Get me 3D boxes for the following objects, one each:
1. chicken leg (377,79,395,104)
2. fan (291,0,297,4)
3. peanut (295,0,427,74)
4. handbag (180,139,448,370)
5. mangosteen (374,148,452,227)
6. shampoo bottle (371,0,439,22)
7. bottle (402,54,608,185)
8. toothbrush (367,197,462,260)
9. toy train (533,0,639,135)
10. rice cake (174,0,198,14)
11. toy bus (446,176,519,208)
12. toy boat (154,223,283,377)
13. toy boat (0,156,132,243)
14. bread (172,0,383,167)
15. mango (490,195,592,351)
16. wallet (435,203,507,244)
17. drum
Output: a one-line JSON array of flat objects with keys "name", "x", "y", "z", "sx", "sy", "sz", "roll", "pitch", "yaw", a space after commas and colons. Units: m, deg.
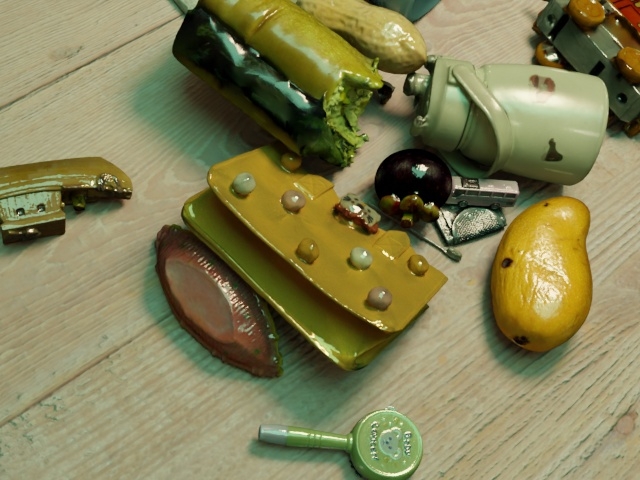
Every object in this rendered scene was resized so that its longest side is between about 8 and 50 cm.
[{"name": "chicken leg", "x": 0.044, "y": -0.359, "z": 1.786, "sx": 0.106, "sy": 0.051, "sz": 0.253, "roll": -26, "pitch": 74, "yaw": -27}, {"name": "fan", "x": -0.052, "y": -0.439, "z": 1.784, "sx": 0.226, "sy": 0.008, "sz": 0.152, "roll": -25, "pitch": 64, "yaw": -3}, {"name": "peanut", "x": 0.075, "y": -0.377, "z": 1.689, "sx": 0.274, "sy": 0.125, "sz": 0.111, "roll": 31, "pitch": 82, "yaw": 23}, {"name": "handbag", "x": 0.000, "y": 0.000, "z": 1.503, "sx": 0.401, "sy": 0.133, "sz": 0.283, "roll": 41, "pitch": 32, "yaw": 11}, {"name": "mangosteen", "x": 0.161, "y": -0.087, "z": 1.621, "sx": 0.137, "sy": 0.137, "sz": 0.151, "roll": 13, "pitch": 60, "yaw": -5}, {"name": "shampoo bottle", "x": 0.132, "y": -0.646, "z": 1.791, "sx": 0.342, "sy": 0.331, "sz": 0.331, "roll": 40, "pitch": 62, "yaw": 8}, {"name": "bottle", "x": 0.321, "y": -0.222, "z": 1.683, "sx": 0.351, "sy": 0.229, "sz": 0.229, "roll": 10, "pitch": 62, "yaw": -6}, {"name": "toothbrush", "x": 0.169, "y": -0.019, "z": 1.655, "sx": 0.194, "sy": 0.017, "sz": 0.014, "roll": 31, "pitch": 55, "yaw": 8}, {"name": "toy train", "x": 0.580, "y": -0.394, "z": 1.861, "sx": 0.231, "sy": 0.163, "sz": 0.369, "roll": -26, "pitch": 71, "yaw": -32}, {"name": "rice cake", "x": -0.243, "y": -0.444, "z": 1.778, "sx": 0.033, "sy": 0.029, "sz": 0.171, "roll": -33, "pitch": 73, "yaw": -29}, {"name": "toy bus", "x": 0.289, "y": -0.087, "z": 1.666, "sx": 0.130, "sy": 0.052, "sz": 0.037, "roll": 4, "pitch": 53, "yaw": -7}, {"name": "toy boat", "x": -0.171, "y": 0.093, "z": 1.483, "sx": 0.141, "sy": 0.099, "sz": 0.318, "roll": -44, "pitch": 75, "yaw": 15}, {"name": "toy boat", "x": -0.465, "y": -0.062, "z": 1.501, "sx": 0.321, "sy": 0.089, "sz": 0.121, "roll": -10, "pitch": 71, "yaw": -18}, {"name": "bread", "x": -0.070, "y": -0.304, "z": 1.615, "sx": 0.376, "sy": 0.251, "sz": 0.208, "roll": 35, "pitch": 100, "yaw": 8}, {"name": "mango", "x": 0.387, "y": 0.056, "z": 1.607, "sx": 0.177, "sy": 0.120, "sz": 0.295, "roll": 15, "pitch": 59, "yaw": 5}, {"name": "wallet", "x": 0.269, "y": -0.044, "z": 1.683, "sx": 0.129, "sy": 0.026, "sz": 0.088, "roll": -17, "pitch": 68, "yaw": -19}, {"name": "drum", "x": 0.036, "y": 0.330, "z": 1.427, "sx": 0.253, "sy": 0.049, "sz": 0.130, "roll": -6, "pitch": 64, "yaw": -15}]
